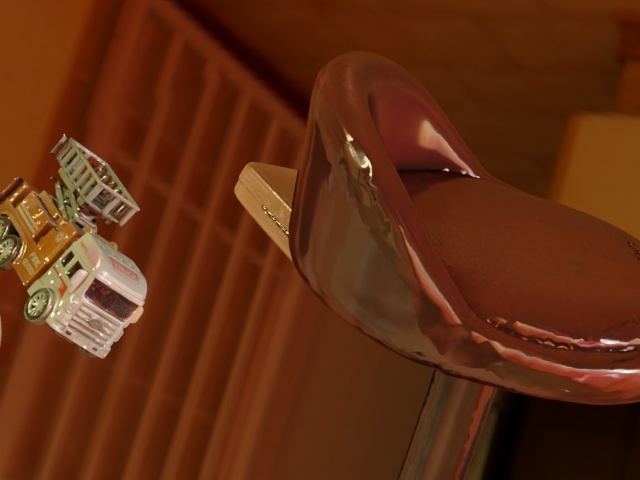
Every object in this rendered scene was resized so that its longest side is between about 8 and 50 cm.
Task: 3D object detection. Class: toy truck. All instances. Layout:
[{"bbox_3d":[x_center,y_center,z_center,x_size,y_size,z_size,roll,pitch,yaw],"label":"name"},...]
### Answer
[{"bbox_3d":[-0.203,0.008,1.634,0.080,0.115,0.178,37,-170,-42],"label":"toy truck"}]

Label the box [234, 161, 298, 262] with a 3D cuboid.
[{"bbox_3d":[0.000,0.000,1.039,0.048,0.025,0.115,10,-151,-46],"label":"box"}]

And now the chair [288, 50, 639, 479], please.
[{"bbox_3d":[0.054,0.122,1.005,0.226,0.401,0.226,13,-159,-5],"label":"chair"}]
